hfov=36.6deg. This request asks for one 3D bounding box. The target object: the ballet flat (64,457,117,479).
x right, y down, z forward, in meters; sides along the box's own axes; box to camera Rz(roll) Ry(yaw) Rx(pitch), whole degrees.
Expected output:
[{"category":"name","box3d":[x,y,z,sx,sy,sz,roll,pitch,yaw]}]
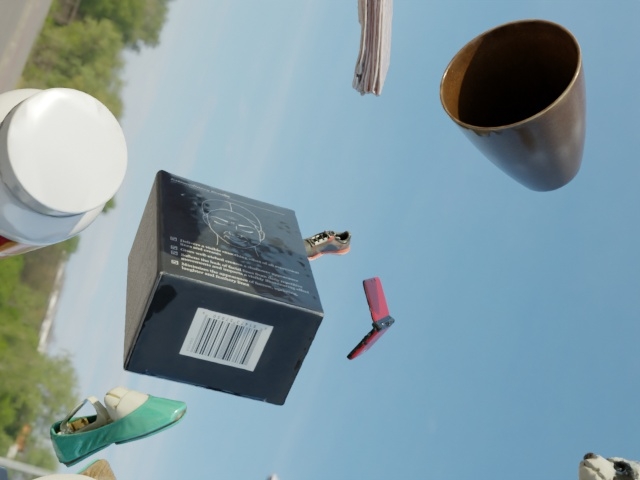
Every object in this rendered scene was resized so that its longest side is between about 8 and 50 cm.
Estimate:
[{"category":"ballet flat","box3d":[-0.563,0.597,2.227,0.116,0.124,0.342,-50,168,10]}]

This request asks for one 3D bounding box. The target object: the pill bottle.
[{"category":"pill bottle","box3d":[-0.458,-0.096,1.456,0.407,0.229,0.229,-12,-122,52]}]

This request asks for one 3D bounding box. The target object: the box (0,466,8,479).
[{"category":"box","box3d":[-0.708,0.444,1.240,0.472,0.479,0.298,80,1,-72]}]

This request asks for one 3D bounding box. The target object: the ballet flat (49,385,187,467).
[{"category":"ballet flat","box3d":[-0.319,0.271,1.468,0.247,0.087,0.083,-24,-170,24]}]

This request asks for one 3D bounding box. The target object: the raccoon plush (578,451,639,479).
[{"category":"raccoon plush","box3d":[0.508,0.582,1.620,0.216,0.299,0.447,-4,-78,47]}]

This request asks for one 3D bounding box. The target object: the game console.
[{"category":"game console","box3d":[0.080,0.141,1.762,0.124,0.085,0.144,-47,169,11]}]

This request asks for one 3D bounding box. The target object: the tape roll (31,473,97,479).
[{"category":"tape roll","box3d":[-0.463,0.560,1.711,0.246,0.246,0.169,-95,-175,-53]}]

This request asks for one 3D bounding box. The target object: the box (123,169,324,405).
[{"category":"box","box3d":[-0.190,0.078,1.777,0.395,0.293,0.212,-106,-144,-60]}]

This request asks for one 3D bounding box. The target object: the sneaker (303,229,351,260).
[{"category":"sneaker","box3d":[0.000,0.000,2.199,0.061,0.157,0.065,57,-38,36]}]

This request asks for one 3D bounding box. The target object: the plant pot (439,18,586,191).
[{"category":"plant pot","box3d":[0.328,-0.186,1.511,0.215,0.230,0.215,-17,-131,21]}]

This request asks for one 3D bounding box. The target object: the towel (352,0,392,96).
[{"category":"towel","box3d":[0.085,-0.406,1.507,0.332,0.053,0.317,-73,166,-71]}]
